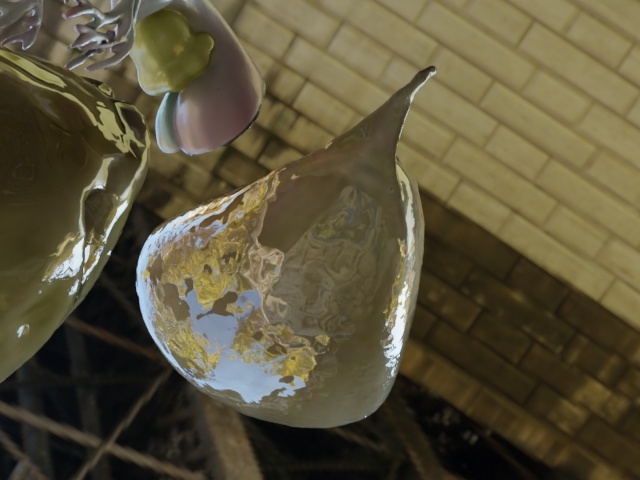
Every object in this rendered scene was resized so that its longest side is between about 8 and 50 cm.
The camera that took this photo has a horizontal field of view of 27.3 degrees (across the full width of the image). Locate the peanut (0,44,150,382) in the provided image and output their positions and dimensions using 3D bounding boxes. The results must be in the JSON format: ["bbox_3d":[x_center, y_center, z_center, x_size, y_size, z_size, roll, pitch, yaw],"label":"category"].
[{"bbox_3d":[-0.206,0.035,0.378,0.158,0.174,0.340,50,-127,-8],"label":"peanut"}]

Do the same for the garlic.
[{"bbox_3d":[-0.007,0.010,0.659,0.145,0.164,0.245,35,169,0],"label":"garlic"}]

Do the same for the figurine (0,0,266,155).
[{"bbox_3d":[-0.210,-0.238,1.510,0.206,0.284,0.316,3,134,47],"label":"figurine"}]
